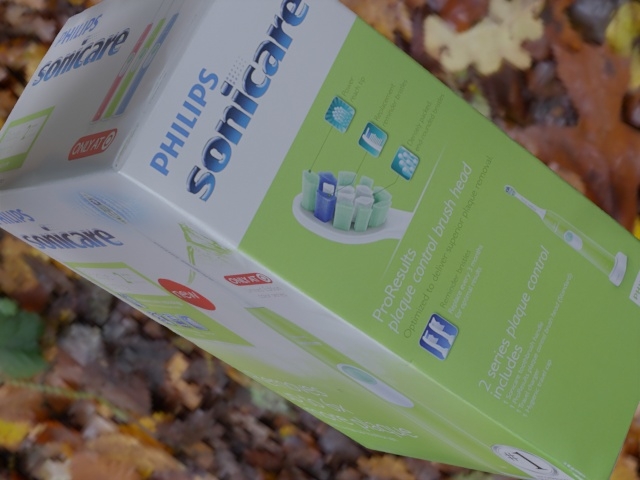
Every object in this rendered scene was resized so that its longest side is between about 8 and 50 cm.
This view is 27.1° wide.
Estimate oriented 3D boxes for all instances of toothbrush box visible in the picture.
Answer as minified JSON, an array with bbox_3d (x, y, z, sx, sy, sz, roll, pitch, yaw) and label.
[{"bbox_3d":[0.000,0.000,0.648,0.283,0.122,0.206,36,161,-26],"label":"toothbrush box"}]
